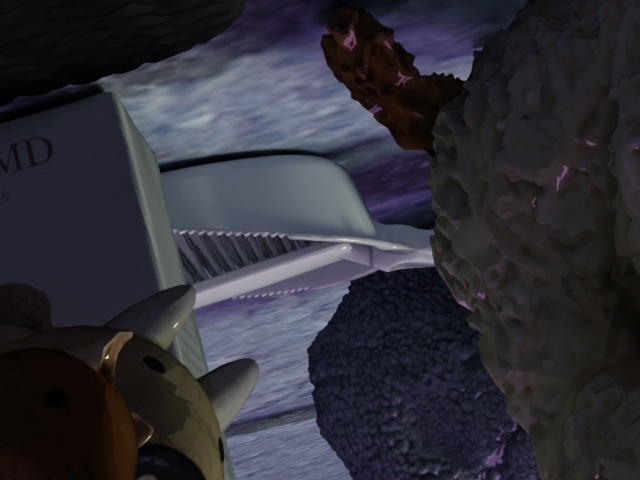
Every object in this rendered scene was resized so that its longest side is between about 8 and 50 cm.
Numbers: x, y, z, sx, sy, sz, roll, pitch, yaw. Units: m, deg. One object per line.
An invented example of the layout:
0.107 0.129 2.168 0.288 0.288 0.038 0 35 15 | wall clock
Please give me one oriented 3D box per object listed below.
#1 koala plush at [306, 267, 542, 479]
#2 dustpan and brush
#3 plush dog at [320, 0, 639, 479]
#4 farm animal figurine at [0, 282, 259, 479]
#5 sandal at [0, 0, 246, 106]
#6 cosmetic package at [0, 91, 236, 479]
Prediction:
0.126 0.054 0.895 0.203 0.196 0.221 5 162 -31 | koala plush
0.000 0.000 0.782 0.211 0.060 0.147 -16 167 1 | dustpan and brush
0.139 -0.052 0.565 0.225 0.210 0.262 -42 -178 34 | plush dog
-0.085 0.100 0.472 0.326 0.330 0.172 15 -130 44 | farm animal figurine
-0.081 -0.087 0.280 0.167 0.107 0.446 -15 180 -9 | sandal
-0.089 0.079 0.630 0.117 0.231 0.085 -17 167 1 | cosmetic package
